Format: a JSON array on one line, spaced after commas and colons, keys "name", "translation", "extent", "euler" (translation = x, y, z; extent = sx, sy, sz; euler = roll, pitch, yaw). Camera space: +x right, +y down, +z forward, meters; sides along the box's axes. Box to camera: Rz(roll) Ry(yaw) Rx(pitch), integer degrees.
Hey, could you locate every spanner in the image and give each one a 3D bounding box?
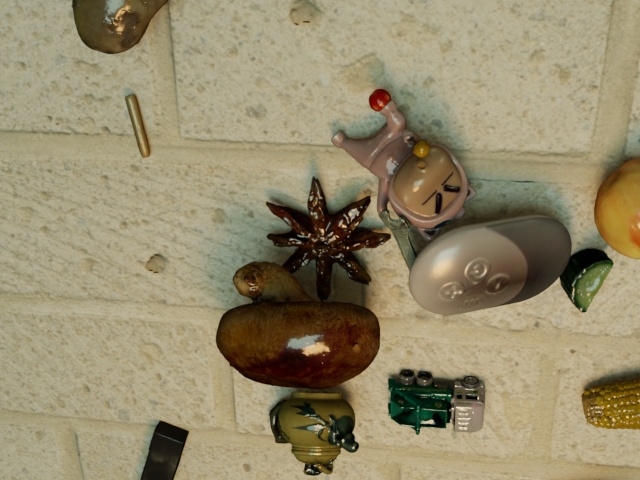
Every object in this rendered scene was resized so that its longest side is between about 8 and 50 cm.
[{"name": "spanner", "translation": [0.180, 0.042, 1.511], "extent": [0.071, 0.017, 0.302], "euler": [19, 151, 37]}]

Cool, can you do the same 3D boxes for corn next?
[{"name": "corn", "translation": [0.710, 0.332, 1.573], "extent": [0.321, 0.119, 0.119], "euler": [-8, 113, 19]}]

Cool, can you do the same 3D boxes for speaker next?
[{"name": "speaker", "translation": [-0.398, 0.557, 1.907], "extent": [0.082, 0.044, 0.218], "euler": [21, 116, 0]}]

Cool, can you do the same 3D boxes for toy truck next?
[{"name": "toy truck", "translation": [0.252, 0.364, 1.664], "extent": [0.216, 0.116, 0.110], "euler": [2, 114, 9]}]

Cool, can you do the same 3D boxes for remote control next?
[{"name": "remote control", "translation": [0.329, 0.049, 1.469], "extent": [0.332, 0.103, 0.221], "euler": [-11, 136, -11]}]

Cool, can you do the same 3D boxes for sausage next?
[{"name": "sausage", "translation": [-0.372, -0.232, 1.554], "extent": [0.024, 0.024, 0.132], "euler": [-6, 112, 13]}]

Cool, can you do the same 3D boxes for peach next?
[{"name": "peach", "translation": [0.590, -0.058, 1.384], "extent": [0.184, 0.184, 0.184], "euler": [4, 115, 8]}]

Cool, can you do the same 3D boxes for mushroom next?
[{"name": "mushroom", "translation": [-0.045, 0.202, 1.545], "extent": [0.345, 0.345, 0.239], "euler": [27, 86, -3]}]

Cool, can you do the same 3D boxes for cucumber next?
[{"name": "cucumber", "translation": [0.513, 0.070, 1.492], "extent": [0.062, 0.115, 0.116], "euler": [23, 106, -1]}]

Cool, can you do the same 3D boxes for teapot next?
[{"name": "teapot", "translation": [-0.019, 0.432, 1.703], "extent": [0.269, 0.173, 0.183], "euler": [-10, 75, 42]}]

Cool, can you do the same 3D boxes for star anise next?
[{"name": "star anise", "translation": [-0.001, 0.000, 1.561], "extent": [0.288, 0.088, 0.288], "euler": [5, 115, 11]}]

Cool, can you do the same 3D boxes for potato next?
[{"name": "potato", "translation": [-0.360, -0.462, 1.379], "extent": [0.165, 0.165, 0.262], "euler": [40, 111, -9]}]

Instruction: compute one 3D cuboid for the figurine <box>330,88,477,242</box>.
[{"name": "figurine", "translation": [0.155, -0.135, 1.429], "extent": [0.176, 0.186, 0.287], "euler": [-39, 86, -1]}]
